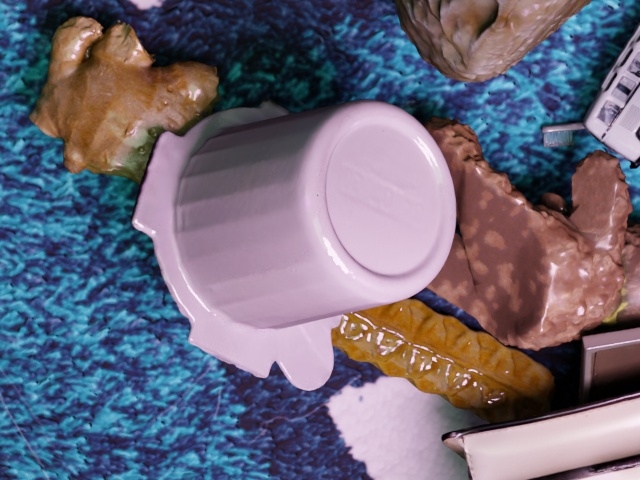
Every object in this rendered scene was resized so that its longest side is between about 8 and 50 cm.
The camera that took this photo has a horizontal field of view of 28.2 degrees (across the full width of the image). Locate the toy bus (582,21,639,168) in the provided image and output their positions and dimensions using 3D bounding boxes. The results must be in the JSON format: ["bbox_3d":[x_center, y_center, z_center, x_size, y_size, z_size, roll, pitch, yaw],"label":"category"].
[{"bbox_3d":[0.336,-0.168,1.260,0.089,0.087,0.194,33,99,7],"label":"toy bus"}]

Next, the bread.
[{"bbox_3d":[0.087,0.105,1.365,0.367,0.077,0.084,26,109,-9],"label":"bread"}]

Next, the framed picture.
[{"bbox_3d":[0.363,0.145,1.323,0.192,0.018,0.265,-9,150,4],"label":"framed picture"}]

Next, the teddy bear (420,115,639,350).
[{"bbox_3d":[0.229,-0.003,1.299,0.296,0.222,0.246,44,130,24],"label":"teddy bear"}]

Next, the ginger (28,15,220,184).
[{"bbox_3d":[-0.178,-0.123,1.267,0.216,0.102,0.157,21,84,-5],"label":"ginger"}]

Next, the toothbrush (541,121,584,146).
[{"bbox_3d":[0.360,-0.114,1.321,0.263,0.022,0.026,-2,96,0],"label":"toothbrush"}]

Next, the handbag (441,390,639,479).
[{"bbox_3d":[0.328,0.249,1.316,0.358,0.237,0.160,-16,71,15],"label":"handbag"}]

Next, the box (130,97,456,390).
[{"bbox_3d":[0.000,0.000,1.179,0.262,0.206,0.291,-21,95,-38],"label":"box"}]

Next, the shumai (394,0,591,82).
[{"bbox_3d":[0.145,-0.323,1.146,0.292,0.330,0.288,-40,87,-25],"label":"shumai"}]
